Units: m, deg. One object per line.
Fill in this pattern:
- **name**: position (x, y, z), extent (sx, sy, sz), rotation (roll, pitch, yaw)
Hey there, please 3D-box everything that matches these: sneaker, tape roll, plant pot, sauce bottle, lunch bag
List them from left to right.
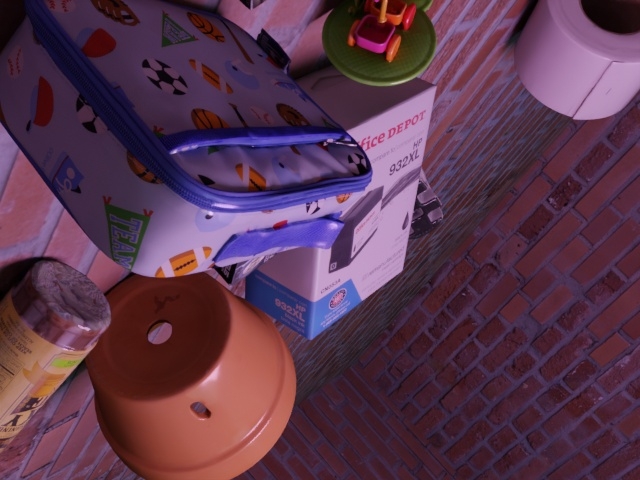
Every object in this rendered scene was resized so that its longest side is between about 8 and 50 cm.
- **sauce bottle**: position (-0.375, 0.174, 0.890), extent (0.344, 0.111, 0.111), rotation (-47, 166, 17)
- **plant pot**: position (-0.194, 0.170, 1.086), extent (0.291, 0.291, 0.203), rotation (-40, 149, -15)
- **lunch bag**: position (-0.089, -0.087, 0.639), extent (0.115, 0.243, 0.303), rotation (-50, 164, 26)
- **sneaker**: position (0.098, -0.141, 1.296), extent (0.122, 0.146, 0.330), rotation (-25, 143, 5)
- **tape roll**: position (0.495, -0.366, 1.426), extent (0.246, 0.246, 0.169), rotation (-37, 164, -23)

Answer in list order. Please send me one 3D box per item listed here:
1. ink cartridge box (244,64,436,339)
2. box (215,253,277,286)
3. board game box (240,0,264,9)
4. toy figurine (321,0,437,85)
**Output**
- **ink cartridge box**: position (0.022, -0.059, 1.045), extent (0.223, 0.129, 0.307), rotation (-32, 140, -40)
- **box**: position (-0.104, -0.060, 0.871), extent (0.077, 0.147, 0.180), rotation (-35, 164, -31)
- **board game box**: position (-0.017, -0.295, 0.676), extent (0.126, 0.026, 0.186), rotation (-39, 165, -20)
- **toy figurine**: position (0.078, -0.277, 0.826), extent (0.159, 0.130, 0.173), rotation (95, 21, -65)
